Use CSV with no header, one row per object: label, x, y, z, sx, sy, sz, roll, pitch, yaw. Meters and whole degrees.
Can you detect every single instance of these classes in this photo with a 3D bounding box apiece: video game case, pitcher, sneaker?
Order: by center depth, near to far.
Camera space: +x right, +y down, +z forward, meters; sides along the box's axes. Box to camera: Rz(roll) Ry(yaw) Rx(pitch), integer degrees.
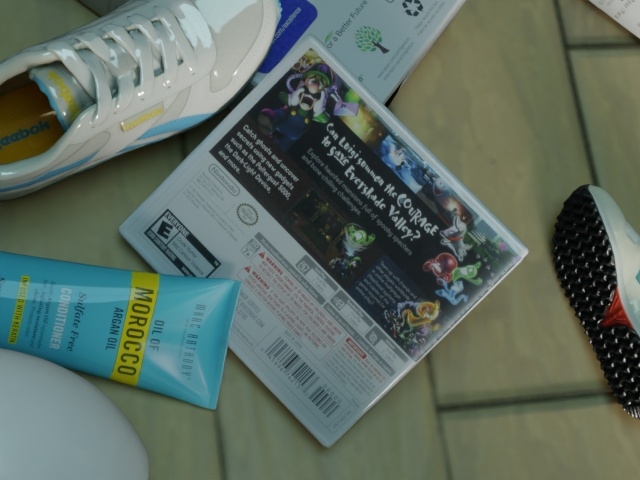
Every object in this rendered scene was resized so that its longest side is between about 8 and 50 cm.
pitcher,-0.211,0.130,0.665,0.207,0.125,0.178,27,99,-27
sneaker,-0.123,-0.092,0.759,0.228,0.092,0.087,-32,91,-2
video game case,0.000,0.000,0.785,0.173,0.022,0.190,-45,84,5
sneaker,0.213,0.038,0.850,0.075,0.057,0.161,-8,70,-33

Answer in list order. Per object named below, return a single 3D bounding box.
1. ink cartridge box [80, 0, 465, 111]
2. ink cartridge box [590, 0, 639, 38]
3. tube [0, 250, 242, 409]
ink cartridge box,-0.077,-0.203,0.860,0.332,0.065,0.165,37,67,1
ink cartridge box,0.340,-0.236,0.972,0.239,0.060,0.275,38,66,2
tube,-0.155,0.043,0.760,0.207,0.052,0.080,12,98,-11
